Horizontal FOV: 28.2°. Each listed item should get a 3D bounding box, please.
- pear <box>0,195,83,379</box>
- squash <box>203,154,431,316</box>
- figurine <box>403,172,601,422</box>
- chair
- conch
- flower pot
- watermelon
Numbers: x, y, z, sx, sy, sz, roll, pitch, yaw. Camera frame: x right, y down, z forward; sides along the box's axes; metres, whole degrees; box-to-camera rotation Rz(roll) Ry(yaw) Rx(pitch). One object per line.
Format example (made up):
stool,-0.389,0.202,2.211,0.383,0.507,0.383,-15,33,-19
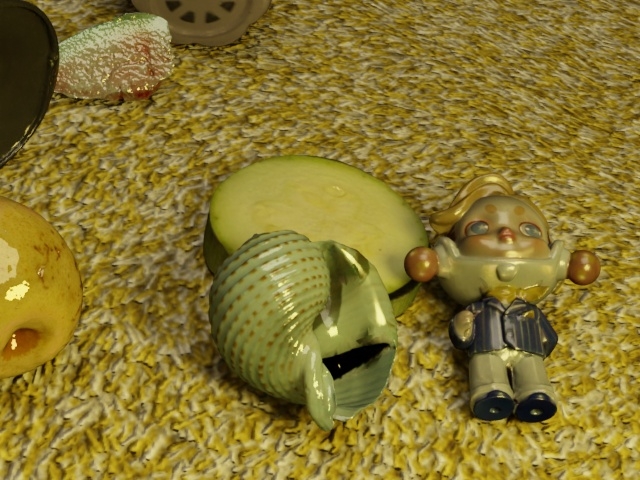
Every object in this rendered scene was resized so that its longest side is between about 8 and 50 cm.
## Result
pear,-0.309,0.040,1.174,0.178,0.178,0.178,8,40,-6
squash,0.000,0.000,1.407,0.252,0.049,0.252,10,39,-8
figurine,0.200,0.063,1.329,0.194,0.133,0.274,-17,56,-13
chair,-0.512,-0.245,1.417,0.401,0.226,0.226,30,42,20
conch,-0.028,0.087,1.227,0.172,0.131,0.200,3,76,-47
flower pot,-0.168,-0.403,1.691,0.265,0.265,0.243,4,50,-11
watermelon,-0.268,-0.214,1.570,0.180,0.081,0.094,-8,58,-1
